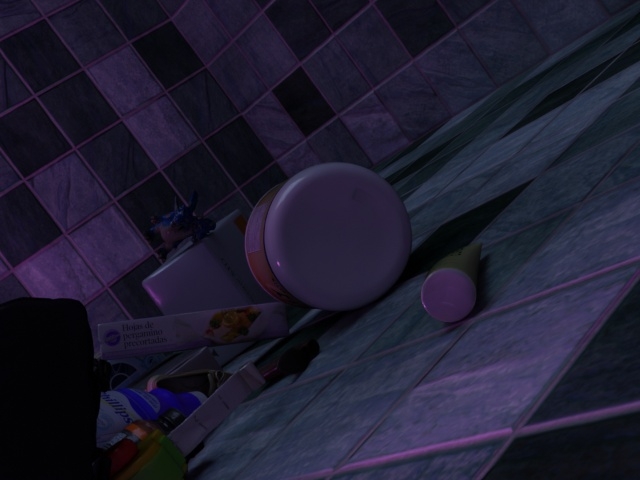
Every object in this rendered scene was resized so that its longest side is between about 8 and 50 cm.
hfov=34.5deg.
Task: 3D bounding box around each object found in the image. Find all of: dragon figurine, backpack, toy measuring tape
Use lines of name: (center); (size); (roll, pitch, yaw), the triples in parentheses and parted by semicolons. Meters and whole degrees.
dragon figurine: (-0.260, -0.041, 2.031); (0.144, 0.085, 0.289); (-29, 11, 14)
backpack: (-0.406, 0.260, 1.193); (0.273, 0.290, 0.355); (5, -29, -22)
toy measuring tape: (-0.173, 0.254, 1.225); (0.330, 0.121, 0.121); (-40, 6, -29)

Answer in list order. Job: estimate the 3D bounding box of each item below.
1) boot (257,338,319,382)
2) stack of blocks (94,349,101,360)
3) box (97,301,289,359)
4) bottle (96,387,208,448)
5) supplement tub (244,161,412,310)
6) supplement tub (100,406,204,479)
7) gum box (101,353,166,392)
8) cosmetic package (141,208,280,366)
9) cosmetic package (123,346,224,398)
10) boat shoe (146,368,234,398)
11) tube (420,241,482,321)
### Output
boot: (-0.067, 0.188, 1.503); (0.114, 0.037, 0.106); (-29, -5, 32)
stack of blocks: (-0.398, 0.297, 1.984); (0.087, 0.171, 0.297); (-39, 5, -29)
box: (-0.216, 0.155, 1.774); (0.324, 0.063, 0.067); (-7, -8, -8)
bottle: (-0.273, 0.260, 1.432); (0.283, 0.118, 0.092); (-2, -63, -49)
supplement tub: (0.000, 0.000, 1.680); (0.228, 0.228, 0.316); (-38, 5, -11)
supplement tub: (-0.242, 0.300, 1.306); (0.198, 0.106, 0.106); (-39, 6, -26)
gum box: (-0.337, 0.278, 1.820); (0.184, 0.157, 0.041); (-38, 6, -24)
cosmetic package: (-0.205, 0.093, 2.200); (0.161, 0.230, 0.453); (-34, 6, 9)
cosmetic package: (-0.242, 0.254, 1.711); (0.127, 0.107, 0.238); (-36, 8, -26)
boat shoe: (-0.187, 0.224, 1.579); (0.153, 0.056, 0.048); (7, -15, -23)
tube: (0.155, 0.044, 1.237); (0.070, 0.062, 0.240); (6, 8, 9)
